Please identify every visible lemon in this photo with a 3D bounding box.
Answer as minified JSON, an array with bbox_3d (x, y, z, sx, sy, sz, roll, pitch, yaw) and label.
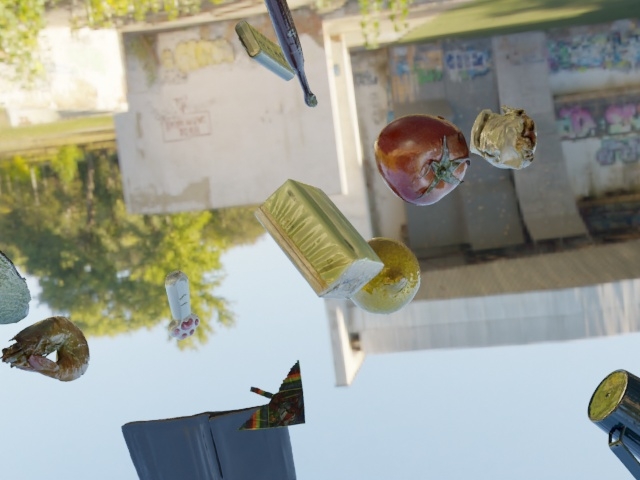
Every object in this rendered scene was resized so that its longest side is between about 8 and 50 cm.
[{"bbox_3d":[0.146,0.085,1.914,0.186,0.187,0.244,-9,-178,-18],"label":"lemon"}]

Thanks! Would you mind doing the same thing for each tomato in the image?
[{"bbox_3d":[0.170,-0.146,1.415,0.167,0.168,0.167,-7,-173,1],"label":"tomato"}]

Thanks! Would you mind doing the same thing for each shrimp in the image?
[{"bbox_3d":[-0.555,0.227,1.622,0.061,0.145,0.267,-28,173,11],"label":"shrimp"}]

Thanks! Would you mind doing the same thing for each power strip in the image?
[{"bbox_3d":[-0.120,-0.435,1.870,0.034,0.092,0.268,-31,168,14],"label":"power strip"}]

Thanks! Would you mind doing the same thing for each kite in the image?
[{"bbox_3d":[-0.053,0.208,1.030,0.090,0.004,0.122,27,-114,23],"label":"kite"}]

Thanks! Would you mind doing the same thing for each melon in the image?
[{"bbox_3d":[-0.582,0.090,1.363,0.093,0.203,0.139,26,-128,31],"label":"melon"}]

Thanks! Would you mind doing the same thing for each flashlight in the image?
[{"bbox_3d":[-0.363,0.170,2.090,0.093,0.201,0.047,-25,-145,-36],"label":"flashlight"}]

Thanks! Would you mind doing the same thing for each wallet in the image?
[{"bbox_3d":[-0.217,0.435,1.611,0.322,0.247,0.041,-7,-146,1],"label":"wallet"}]

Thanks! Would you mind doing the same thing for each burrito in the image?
[{"bbox_3d":[0.347,-0.202,1.536,0.076,0.117,0.392,18,-169,-2],"label":"burrito"}]

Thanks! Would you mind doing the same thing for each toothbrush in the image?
[{"bbox_3d":[-0.058,-0.366,1.470,0.040,0.041,0.364,-6,147,11],"label":"toothbrush"}]

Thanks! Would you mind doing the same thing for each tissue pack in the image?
[{"bbox_3d":[0.000,0.000,1.628,0.125,0.234,0.159,-45,157,16],"label":"tissue pack"}]

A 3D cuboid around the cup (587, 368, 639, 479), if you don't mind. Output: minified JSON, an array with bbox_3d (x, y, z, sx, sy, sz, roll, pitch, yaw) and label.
[{"bbox_3d":[0.548,0.321,1.368,0.176,0.155,0.131,-57,-177,-40],"label":"cup"}]
